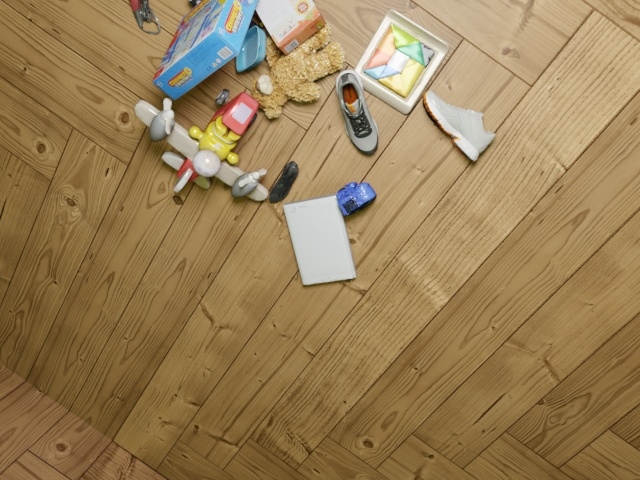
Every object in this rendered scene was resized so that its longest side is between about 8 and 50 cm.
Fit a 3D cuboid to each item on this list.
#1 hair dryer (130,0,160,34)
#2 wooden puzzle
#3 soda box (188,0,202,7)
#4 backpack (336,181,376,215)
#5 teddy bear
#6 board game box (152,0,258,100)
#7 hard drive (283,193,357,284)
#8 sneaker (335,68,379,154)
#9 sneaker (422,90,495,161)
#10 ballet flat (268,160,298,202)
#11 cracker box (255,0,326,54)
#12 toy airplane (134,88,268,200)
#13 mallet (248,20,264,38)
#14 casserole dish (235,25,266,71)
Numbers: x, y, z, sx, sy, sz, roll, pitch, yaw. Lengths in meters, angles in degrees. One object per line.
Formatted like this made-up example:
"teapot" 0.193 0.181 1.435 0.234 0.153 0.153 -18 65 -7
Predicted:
"hair dryer" -0.619 -0.836 1.472 0.293 0.080 0.223 36 112 -1
"wooden puzzle" 0.240 -0.546 1.403 0.221 0.044 0.238 32 111 0
"soda box" -0.340 -0.798 1.435 0.169 0.060 0.053 -38 98 20
"backpack" 0.121 -0.148 1.530 0.120 0.098 0.101 -29 96 20
"teddy bear" -0.085 -0.540 1.440 0.338 0.113 0.245 -15 102 16
"board game box" -0.328 -0.600 1.328 0.308 0.302 0.086 -16 142 38
"hard drive" 0.000 0.000 1.635 0.203 0.040 0.307 -9 106 15
"sneaker" 0.111 -0.392 1.438 0.100 0.108 0.271 -16 117 16
"sneaker" 0.425 -0.374 1.402 0.121 0.099 0.262 -43 103 13
"ballet flat" -0.128 -0.202 1.602 0.057 0.049 0.173 24 119 -26
"cracker box" -0.108 -0.703 1.371 0.156 0.067 0.232 -32 79 15
"toy airplane" -0.377 -0.283 1.496 0.386 0.272 0.384 -3 127 -1
"mallet" -0.148 -0.705 1.441 0.190 0.039 0.062 -32 98 16
"casserole dish" -0.217 -0.597 1.436 0.037 0.188 0.114 0 93 -33
